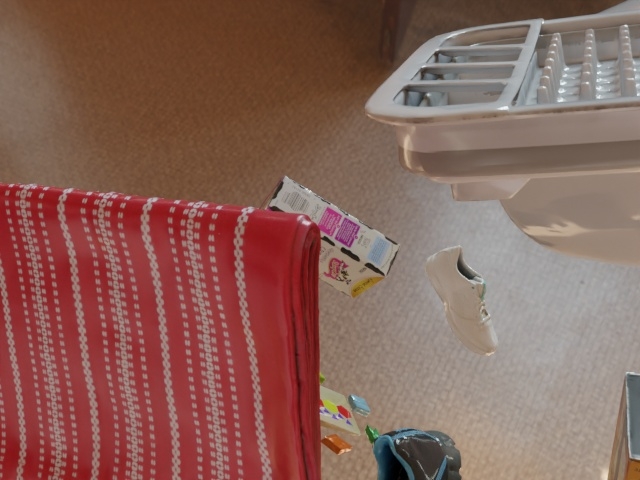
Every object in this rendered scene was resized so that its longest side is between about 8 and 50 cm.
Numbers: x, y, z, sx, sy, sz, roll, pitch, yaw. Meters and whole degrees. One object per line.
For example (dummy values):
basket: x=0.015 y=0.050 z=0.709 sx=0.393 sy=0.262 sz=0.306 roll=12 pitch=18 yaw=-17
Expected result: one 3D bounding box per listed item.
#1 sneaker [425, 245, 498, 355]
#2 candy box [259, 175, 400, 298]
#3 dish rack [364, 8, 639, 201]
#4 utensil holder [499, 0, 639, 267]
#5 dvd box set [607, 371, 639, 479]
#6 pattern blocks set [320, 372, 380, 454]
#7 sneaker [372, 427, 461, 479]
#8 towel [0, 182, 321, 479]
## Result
sneaker: x=0.276 y=0.109 z=1.506 sx=0.080 sy=0.094 sz=0.212 roll=-26 pitch=85 yaw=-46
candy box: x=0.000 y=0.000 z=1.427 sx=0.233 sy=0.159 sz=0.071 roll=30 pitch=65 yaw=-8
dish rack: x=0.216 y=-0.099 z=0.541 sx=0.332 sy=0.072 sz=0.285 roll=-3 pitch=22 yaw=20
utensil holder: x=0.403 y=-0.118 z=0.896 sx=0.327 sy=0.385 sz=0.328 roll=0 pitch=90 yaw=-15
dvd box set: x=0.487 y=0.463 z=1.316 sx=0.062 sy=0.420 sz=0.307 roll=8 pitch=18 yaw=17
pattern blocks set: x=-0.006 y=0.358 z=1.789 sx=0.325 sy=0.026 sz=0.285 roll=30 pitch=18 yaw=-20
sneaker: x=0.117 y=0.436 z=1.157 sx=0.125 sy=0.139 sz=0.341 roll=-16 pitch=64 yaw=40
towel: x=-0.118 y=0.071 z=0.458 sx=0.275 sy=0.199 sz=0.031 roll=6 pitch=15 yaw=28
